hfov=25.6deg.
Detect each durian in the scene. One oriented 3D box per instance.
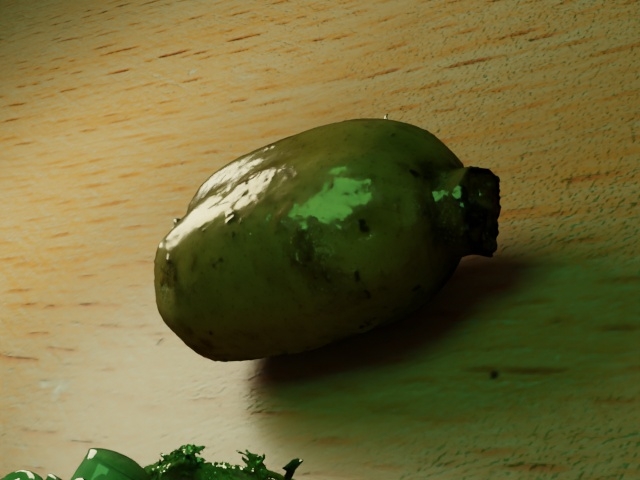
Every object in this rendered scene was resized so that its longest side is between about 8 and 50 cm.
[{"bbox_3d":[-0.049,0.164,0.813,0.215,0.100,0.086,-16,34,52],"label":"durian"}]

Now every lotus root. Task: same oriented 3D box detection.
[{"bbox_3d":[0.000,0.000,0.988,0.284,0.146,0.160,-12,52,33],"label":"lotus root"}]

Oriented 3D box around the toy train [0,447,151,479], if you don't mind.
[{"bbox_3d":[-0.148,0.236,0.750,0.243,0.132,0.188,-57,33,-8],"label":"toy train"}]
